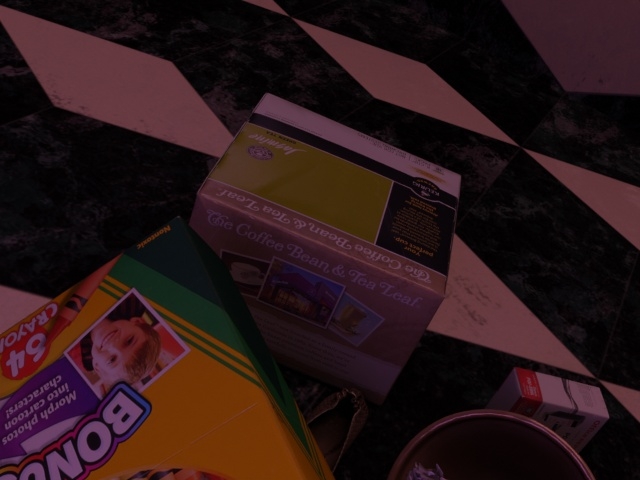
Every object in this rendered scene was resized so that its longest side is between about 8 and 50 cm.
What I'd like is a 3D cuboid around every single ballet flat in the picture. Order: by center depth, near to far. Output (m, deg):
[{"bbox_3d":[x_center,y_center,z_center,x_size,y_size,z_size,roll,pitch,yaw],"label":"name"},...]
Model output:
[{"bbox_3d":[-0.007,0.251,0.933,0.084,0.058,0.250,32,36,13],"label":"ballet flat"}]

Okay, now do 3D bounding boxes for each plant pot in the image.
[{"bbox_3d":[0.195,0.312,0.882,0.237,0.237,0.110,42,0,24],"label":"plant pot"}]

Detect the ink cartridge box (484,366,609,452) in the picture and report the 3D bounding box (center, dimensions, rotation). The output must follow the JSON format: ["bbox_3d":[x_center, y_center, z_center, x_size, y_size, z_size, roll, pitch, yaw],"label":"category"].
[{"bbox_3d":[0.311,0.240,1.093,0.135,0.099,0.056,15,36,-12],"label":"ink cartridge box"}]

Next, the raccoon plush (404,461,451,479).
[{"bbox_3d":[-0.006,0.369,0.570,0.216,0.299,0.446,39,38,20],"label":"raccoon plush"}]

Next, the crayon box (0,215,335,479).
[{"bbox_3d":[-0.196,0.201,0.662,0.313,0.363,0.106,58,2,39],"label":"crayon box"}]

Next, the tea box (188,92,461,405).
[{"bbox_3d":[0.000,0.000,1.124,0.329,0.220,0.323,23,34,0],"label":"tea box"}]
